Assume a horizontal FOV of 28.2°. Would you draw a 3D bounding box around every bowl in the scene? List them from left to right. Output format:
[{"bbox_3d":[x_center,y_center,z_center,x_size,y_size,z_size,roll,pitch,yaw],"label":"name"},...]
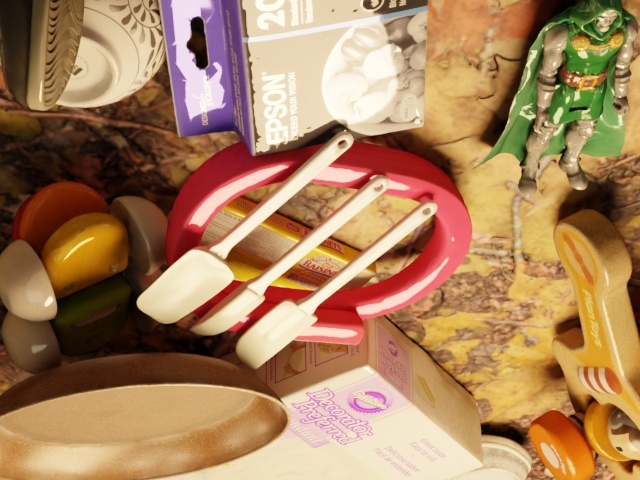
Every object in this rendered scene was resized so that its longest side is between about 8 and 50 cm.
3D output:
[{"bbox_3d":[-0.191,-0.158,0.997,0.170,0.080,0.170,-1,139,-1],"label":"bowl"}]

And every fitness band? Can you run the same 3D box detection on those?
[{"bbox_3d":[0.000,0.000,1.164,0.291,0.054,0.209,7,127,-26],"label":"fitness band"}]

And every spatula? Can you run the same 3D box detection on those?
[{"bbox_3d":[-0.026,0.014,1.117,0.242,0.019,0.168,-40,130,16],"label":"spatula"}]

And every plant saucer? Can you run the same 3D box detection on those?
[{"bbox_3d":[-0.185,0.172,1.221,0.310,0.050,0.310,-9,155,-4],"label":"plant saucer"}]

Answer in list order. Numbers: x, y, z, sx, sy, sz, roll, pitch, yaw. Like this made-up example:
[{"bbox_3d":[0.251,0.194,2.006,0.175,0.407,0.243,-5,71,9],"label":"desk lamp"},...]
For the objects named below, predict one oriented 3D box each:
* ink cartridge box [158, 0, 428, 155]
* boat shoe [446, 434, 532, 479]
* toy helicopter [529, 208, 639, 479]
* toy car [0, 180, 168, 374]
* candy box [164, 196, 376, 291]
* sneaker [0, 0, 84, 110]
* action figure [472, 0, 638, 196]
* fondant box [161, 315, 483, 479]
[{"bbox_3d":[-0.018,-0.157,1.001,0.208,0.045,0.206,-10,140,-6],"label":"ink cartridge box"},{"bbox_3d":[0.114,0.327,1.545,0.320,0.103,0.118,-25,134,25],"label":"boat shoe"},{"bbox_3d":[0.301,0.130,1.252,0.140,0.235,0.355,-28,121,-13],"label":"toy helicopter"},{"bbox_3d":[-0.229,0.023,1.170,0.159,0.136,0.182,-25,144,-27],"label":"toy car"},{"bbox_3d":[-0.058,0.016,1.241,0.206,0.027,0.105,25,130,-27],"label":"candy box"},{"bbox_3d":[-0.236,-0.205,0.901,0.118,0.083,0.222,3,101,8],"label":"sneaker"},{"bbox_3d":[0.209,-0.124,1.047,0.137,0.063,0.232,-10,147,-8],"label":"action figure"},{"bbox_3d":[-0.021,0.214,1.419,0.330,0.096,0.238,-26,133,25],"label":"fondant box"}]
